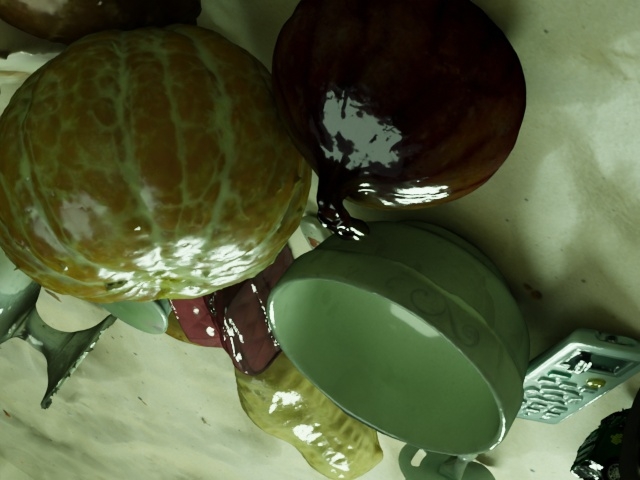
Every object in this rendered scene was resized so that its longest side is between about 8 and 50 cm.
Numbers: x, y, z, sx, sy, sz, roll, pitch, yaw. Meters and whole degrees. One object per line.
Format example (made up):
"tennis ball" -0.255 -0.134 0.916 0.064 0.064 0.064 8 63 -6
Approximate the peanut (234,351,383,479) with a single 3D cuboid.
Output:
"peanut" -0.023 0.230 2.203 0.148 0.147 0.319 8 148 43

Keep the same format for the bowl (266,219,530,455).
"bowl" 0.106 0.092 1.767 0.307 0.163 0.307 28 153 15

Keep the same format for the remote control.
"remote control" 0.275 0.157 1.804 0.103 0.051 0.293 12 157 -13

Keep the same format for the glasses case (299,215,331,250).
"glasses case" 0.000 0.000 1.897 0.032 0.021 0.083 12 147 35

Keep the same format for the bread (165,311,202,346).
"bread" -0.179 0.097 2.176 0.189 0.114 0.077 23 136 33

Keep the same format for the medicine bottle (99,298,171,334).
"medicine bottle" -0.231 0.032 2.089 0.147 0.143 0.147 26 153 15

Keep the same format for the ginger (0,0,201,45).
"ginger" -0.238 -0.312 1.500 0.274 0.152 0.357 -3 141 23

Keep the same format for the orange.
"orange" -0.170 -0.071 1.532 0.329 0.249 0.329 -7 157 -3

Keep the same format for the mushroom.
"mushroom" -0.364 -0.259 1.782 0.236 0.162 0.173 156 107 -66

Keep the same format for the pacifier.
"pacifier" 0.181 0.314 2.153 0.150 0.127 0.116 35 131 15

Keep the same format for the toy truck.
"toy truck" 0.421 0.288 1.787 0.259 0.121 0.088 34 156 0

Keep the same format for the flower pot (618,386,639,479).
"flower pot" 0.465 0.212 1.475 0.267 0.266 0.266 31 157 -18

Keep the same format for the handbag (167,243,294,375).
"handbag" -0.106 0.067 2.001 0.135 0.146 0.225 29 155 24

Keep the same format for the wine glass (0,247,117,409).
"wine glass" -0.495 0.094 2.423 0.323 0.238 0.238 40 154 -6

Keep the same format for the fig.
"fig" 0.065 -0.128 1.399 0.235 0.214 0.235 20 126 30
